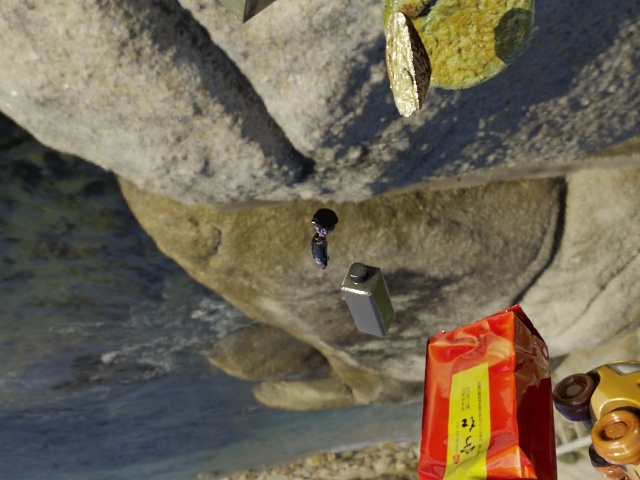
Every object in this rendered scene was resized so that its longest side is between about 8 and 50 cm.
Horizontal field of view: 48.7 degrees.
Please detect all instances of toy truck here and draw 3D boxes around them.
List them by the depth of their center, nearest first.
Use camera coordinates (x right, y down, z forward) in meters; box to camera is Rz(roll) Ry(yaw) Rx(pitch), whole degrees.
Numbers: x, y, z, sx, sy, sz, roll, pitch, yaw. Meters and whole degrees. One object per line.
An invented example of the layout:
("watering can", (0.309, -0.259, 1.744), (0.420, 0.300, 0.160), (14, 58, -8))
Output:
("toy truck", (0.530, 0.301, 1.121), (0.211, 0.204, 0.288), (-36, -165, 3))

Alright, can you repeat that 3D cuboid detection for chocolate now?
("chocolate", (-0.001, -0.003, 1.612), (0.070, 0.072, 0.147), (0, 135, -17))

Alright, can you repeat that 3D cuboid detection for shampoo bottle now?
("shampoo bottle", (0.111, 0.133, 1.655), (0.079, 0.080, 0.246), (11, 149, 24))

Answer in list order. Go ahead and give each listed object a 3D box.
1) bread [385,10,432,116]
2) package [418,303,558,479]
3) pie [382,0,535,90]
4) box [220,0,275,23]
("bread", (0.125, -0.275, 1.047), (0.054, 0.154, 0.136), (-6, 129, 19))
("package", (0.261, 0.305, 1.123), (0.195, 0.424, 0.123), (-29, 124, 34))
("pie", (0.247, -0.383, 1.238), (0.276, 0.079, 0.277), (1, 147, 1))
("box", (-0.120, -0.598, 1.474), (0.231, 0.155, 0.149), (-43, 174, -21))
